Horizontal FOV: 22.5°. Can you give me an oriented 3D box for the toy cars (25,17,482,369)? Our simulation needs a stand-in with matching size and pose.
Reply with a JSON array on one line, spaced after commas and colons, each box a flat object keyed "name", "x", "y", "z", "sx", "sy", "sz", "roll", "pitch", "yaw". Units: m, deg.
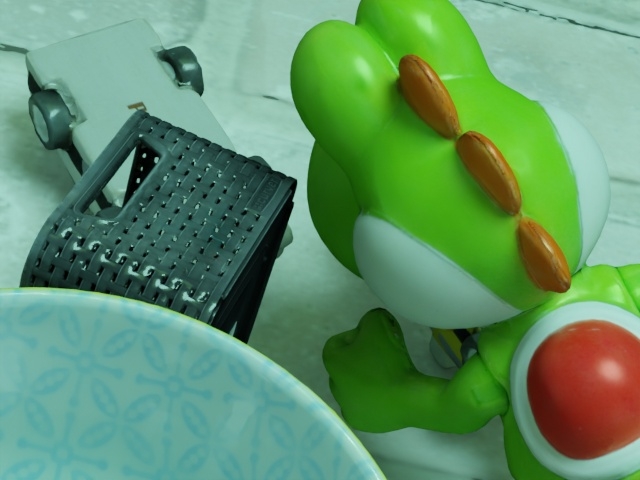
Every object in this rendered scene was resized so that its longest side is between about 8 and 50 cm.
[{"name": "toy cars", "x": 0.000, "y": 0.000, "z": 0.913, "sx": 0.394, "sy": 0.087, "sz": 0.176, "roll": 20, "pitch": 51, "yaw": 7}]

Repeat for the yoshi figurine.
[{"name": "yoshi figurine", "x": 0.107, "y": 0.047, "z": 0.759, "sx": 0.203, "sy": 0.203, "sz": 0.362, "roll": -34, "pitch": 93, "yaw": -43}]

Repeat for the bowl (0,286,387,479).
[{"name": "bowl", "x": -0.112, "y": 0.178, "z": 0.611, "sx": 0.290, "sy": 0.156, "sz": 0.289, "roll": 8, "pitch": 53, "yaw": -10}]

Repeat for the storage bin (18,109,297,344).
[{"name": "storage bin", "x": -0.085, "y": 0.046, "z": 0.756, "sx": 0.084, "sy": 0.180, "sz": 0.122, "roll": 25, "pitch": 42, "yaw": 5}]
